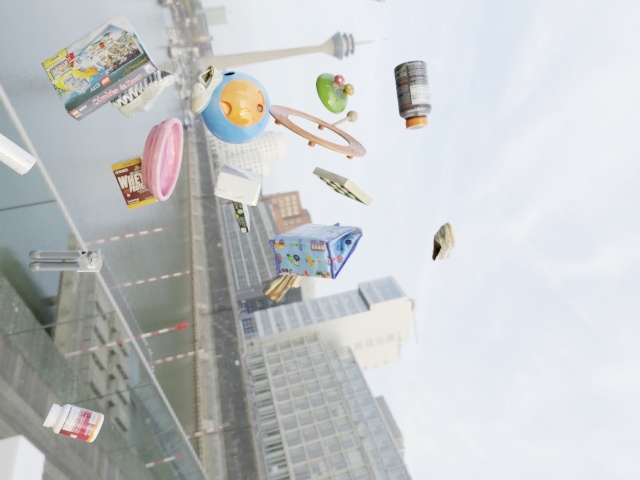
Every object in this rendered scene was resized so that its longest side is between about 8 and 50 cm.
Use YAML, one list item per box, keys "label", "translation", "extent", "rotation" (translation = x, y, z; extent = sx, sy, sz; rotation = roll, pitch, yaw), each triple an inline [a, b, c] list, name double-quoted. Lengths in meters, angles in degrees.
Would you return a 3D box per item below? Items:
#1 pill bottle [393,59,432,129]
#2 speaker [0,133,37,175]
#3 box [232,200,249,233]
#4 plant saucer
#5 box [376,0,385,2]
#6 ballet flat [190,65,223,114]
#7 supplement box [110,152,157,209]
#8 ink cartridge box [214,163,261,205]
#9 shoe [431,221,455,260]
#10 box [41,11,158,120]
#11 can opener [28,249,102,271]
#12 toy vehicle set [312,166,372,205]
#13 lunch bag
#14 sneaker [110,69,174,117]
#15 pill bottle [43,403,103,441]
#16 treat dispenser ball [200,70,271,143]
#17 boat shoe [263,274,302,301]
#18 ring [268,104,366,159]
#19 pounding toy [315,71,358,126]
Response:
- label: "pill bottle"
  translation: [0.361, -0.558, 1.851]
  extent: [0.130, 0.130, 0.246]
  rotation: [179, -95, -80]
- label: "speaker"
  translation: [-0.768, -0.221, 1.154]
  extent: [0.136, 0.055, 0.055]
  rotation: [43, 13, -36]
- label: "box"
  translation: [-0.321, -0.139, 1.915]
  extent: [0.207, 0.036, 0.114]
  rotation: [84, -2, -50]
- label: "plant saucer"
  translation: [-0.632, -0.327, 1.900]
  extent: [0.332, 0.084, 0.333]
  rotation: [-169, -90, -84]
- label: "box"
  translation: [0.071, -0.778, 1.349]
  extent: [0.128, 0.256, 0.123]
  rotation: [44, -56, 49]
- label: "ballet flat"
  translation: [-0.296, -0.381, 1.195]
  extent: [0.052, 0.057, 0.168]
  rotation: [55, 35, -37]
- label: "supplement box"
  translation: [-0.784, -0.263, 2.063]
  extent: [0.191, 0.128, 0.194]
  rotation: [-117, -170, -70]
- label: "ink cartridge box"
  translation: [-0.271, -0.187, 1.589]
  extent: [0.191, 0.139, 0.082]
  rotation: [-119, -135, -73]
- label: "shoe"
  translation: [0.446, 0.012, 1.746]
  extent: [0.219, 0.058, 0.077]
  rotation: [79, -7, -56]
- label: "box"
  translation: [-0.527, -0.415, 1.140]
  extent: [0.159, 0.233, 0.044]
  rotation: [58, 0, 12]
- label: "can opener"
  translation: [-0.876, 0.070, 1.637]
  extent: [0.283, 0.095, 0.076]
  rotation: [7, 83, -67]
- label: "toy vehicle set"
  translation: [0.091, -0.235, 2.051]
  extent: [0.166, 0.035, 0.266]
  rotation: [35, -2, -36]
- label: "lunch bag"
  translation: [0.000, 0.000, 1.637]
  extent: [0.293, 0.220, 0.138]
  rotation: [-44, 131, -53]
- label: "sneaker"
  translation: [-0.748, -0.631, 2.051]
  extent: [0.118, 0.291, 0.110]
  rotation: [58, 10, -45]
- label: "pill bottle"
  translation: [-0.752, 0.552, 1.453]
  extent: [0.086, 0.151, 0.086]
  rotation: [-49, -155, 32]
- label: "treat dispenser ball"
  translation: [-0.345, -0.539, 1.945]
  extent: [0.288, 0.287, 0.289]
  rotation: [168, -90, -80]
- label: "boat shoe"
  translation: [-0.151, 0.188, 2.456]
  extent: [0.120, 0.324, 0.122]
  rotation: [45, 10, -6]
- label: "ring"
  translation: [-0.010, -0.337, 1.495]
  extent: [0.032, 0.336, 0.337]
  rotation: [-64, -153, 23]
- label: "pounding toy"
  translation: [0.090, -0.615, 2.010]
  extent: [0.110, 0.182, 0.237]
  rotation: [-19, -84, 41]
